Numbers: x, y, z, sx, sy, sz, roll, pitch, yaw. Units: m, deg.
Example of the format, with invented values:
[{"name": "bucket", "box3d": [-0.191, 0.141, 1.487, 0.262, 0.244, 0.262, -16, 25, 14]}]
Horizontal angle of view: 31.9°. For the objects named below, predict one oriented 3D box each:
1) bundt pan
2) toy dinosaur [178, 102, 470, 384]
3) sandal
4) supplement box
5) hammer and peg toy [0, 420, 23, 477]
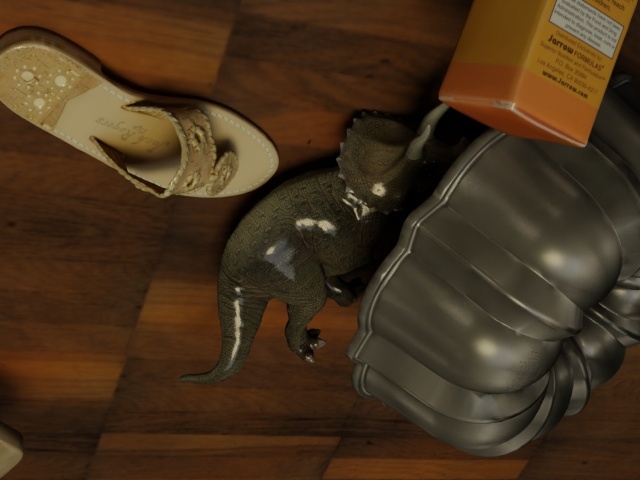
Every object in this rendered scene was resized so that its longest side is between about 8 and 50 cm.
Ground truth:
[{"name": "bundt pan", "box3d": [0.181, 0.037, 0.870, 0.331, 0.124, 0.331, -36, 150, -24]}, {"name": "toy dinosaur", "box3d": [0.000, 0.000, 0.900, 0.313, 0.121, 0.160, -28, 123, 15]}, {"name": "sandal", "box3d": [-0.125, -0.063, 0.798, 0.240, 0.079, 0.088, 25, 120, -36]}, {"name": "supplement box", "box3d": [0.159, -0.182, 0.706, 0.080, 0.078, 0.233, 19, 91, -33]}, {"name": "hammer and peg toy", "box3d": [-0.447, 0.211, 0.897, 0.361, 0.127, 0.266, -40, 126, 16]}]
